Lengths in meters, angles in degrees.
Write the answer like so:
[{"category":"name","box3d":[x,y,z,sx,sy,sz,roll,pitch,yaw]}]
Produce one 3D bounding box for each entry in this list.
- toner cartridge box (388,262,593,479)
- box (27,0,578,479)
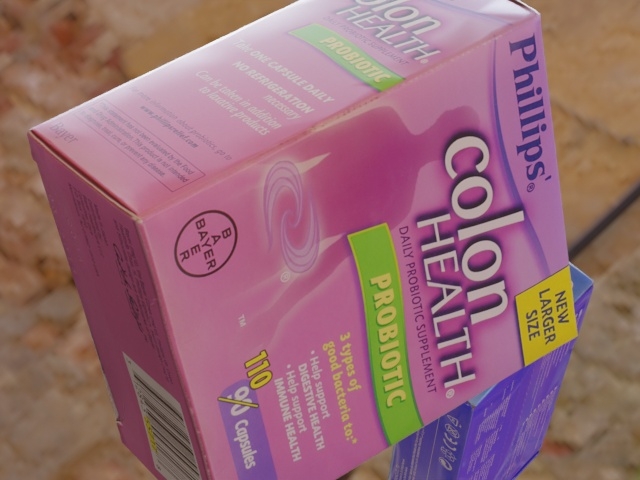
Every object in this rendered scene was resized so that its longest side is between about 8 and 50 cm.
[{"category":"toner cartridge box","box3d":[0.144,0.151,1.746,0.075,0.165,0.348,37,-26,18]},{"category":"box","box3d":[0.000,0.000,1.022,0.117,0.243,0.213,35,-34,46]}]
